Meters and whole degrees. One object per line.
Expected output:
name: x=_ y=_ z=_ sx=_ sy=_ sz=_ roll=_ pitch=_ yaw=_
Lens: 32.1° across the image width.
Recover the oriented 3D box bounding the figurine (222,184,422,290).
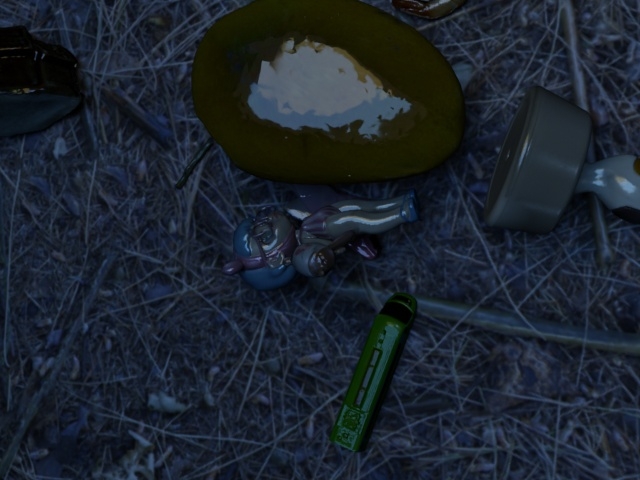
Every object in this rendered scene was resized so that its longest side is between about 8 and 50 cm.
figurine: x=0.005 y=0.006 z=1.407 sx=0.260 sy=0.103 sz=0.205 roll=-15 pitch=35 yaw=13

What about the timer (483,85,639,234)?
timer: x=0.346 y=-0.061 z=1.314 sx=0.266 sy=0.175 sz=0.175 roll=18 pitch=90 yaw=1

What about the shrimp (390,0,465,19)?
shrimp: x=0.123 y=-0.339 z=1.465 sx=0.162 sy=0.045 sz=0.095 roll=1 pitch=105 yaw=14

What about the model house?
model house: x=-0.435 y=-0.243 z=1.613 sx=0.165 sy=0.106 sz=0.152 roll=-6 pitch=66 yaw=-18

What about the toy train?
toy train: x=0.069 y=0.164 z=1.415 sx=0.044 sy=0.042 sz=0.209 roll=20 pitch=91 yaw=19

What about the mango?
mango: x=0.008 y=-0.184 z=1.398 sx=0.365 sy=0.182 sz=0.253 roll=18 pitch=85 yaw=23

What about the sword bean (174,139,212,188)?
sword bean: x=-0.177 y=-0.106 z=1.546 sx=0.012 sy=0.012 sz=0.083 roll=39 pitch=98 yaw=18
